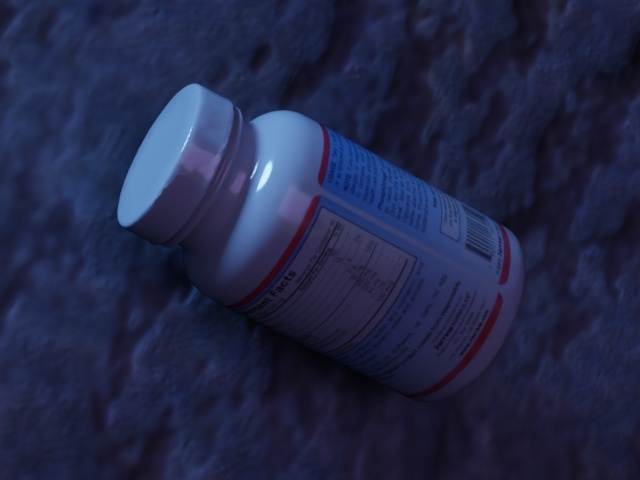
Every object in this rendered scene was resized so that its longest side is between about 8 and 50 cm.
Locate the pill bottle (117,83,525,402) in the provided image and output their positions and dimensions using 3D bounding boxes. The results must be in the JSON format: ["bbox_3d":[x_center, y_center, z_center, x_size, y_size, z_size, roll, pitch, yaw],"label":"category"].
[{"bbox_3d":[0.000,0.000,0.647,0.160,0.087,0.087,28,66,-21],"label":"pill bottle"}]
